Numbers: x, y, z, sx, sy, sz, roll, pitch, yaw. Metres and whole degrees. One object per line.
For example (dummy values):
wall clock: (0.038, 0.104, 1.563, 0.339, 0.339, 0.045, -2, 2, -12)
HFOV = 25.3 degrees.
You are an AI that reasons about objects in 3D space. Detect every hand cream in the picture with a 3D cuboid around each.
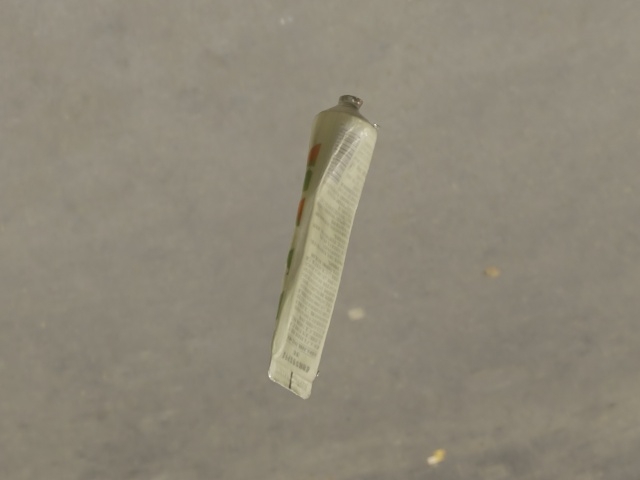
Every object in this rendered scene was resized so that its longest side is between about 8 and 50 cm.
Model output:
hand cream: (0.000, 0.000, 0.762, 0.037, 0.165, 0.057, 7, 165, 25)
